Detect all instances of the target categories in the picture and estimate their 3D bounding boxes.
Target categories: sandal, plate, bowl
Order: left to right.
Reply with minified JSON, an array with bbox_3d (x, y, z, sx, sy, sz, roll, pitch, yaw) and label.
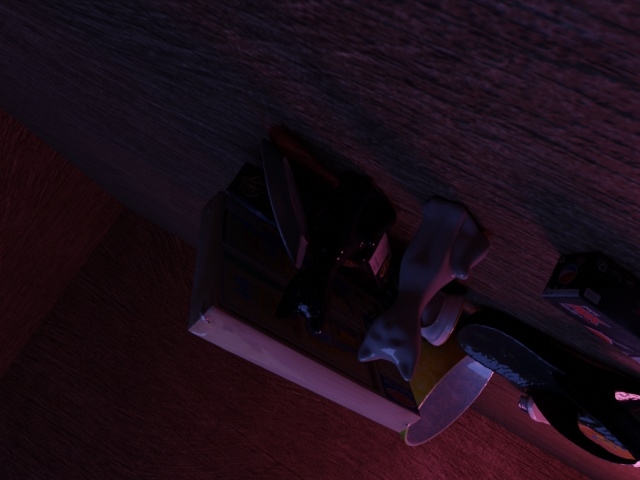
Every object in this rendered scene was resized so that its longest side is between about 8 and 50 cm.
[{"bbox_3d":[-0.044,-0.054,0.659,0.024,0.188,0.188,-14,159,4],"label":"plate"},{"bbox_3d":[0.244,0.293,1.048,0.156,0.289,0.289,42,177,39],"label":"bowl"},{"bbox_3d":[0.432,0.280,0.787,0.445,0.107,0.168,27,145,21],"label":"sandal"}]

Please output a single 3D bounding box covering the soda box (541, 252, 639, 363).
[{"bbox_3d":[0.325,0.080,0.496,0.168,0.053,0.060,33,167,-7],"label":"soda box"}]

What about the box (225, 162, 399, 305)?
[{"bbox_3d":[0.000,0.000,0.902,0.295,0.073,0.293,27,165,22],"label":"box"}]

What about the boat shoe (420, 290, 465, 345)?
[{"bbox_3d":[0.195,0.136,0.903,0.096,0.098,0.277,29,168,4],"label":"boat shoe"}]

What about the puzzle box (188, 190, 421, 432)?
[{"bbox_3d":[-0.017,0.114,0.745,0.408,0.052,0.272,35,-156,-30],"label":"puzzle box"}]

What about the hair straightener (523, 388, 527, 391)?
[{"bbox_3d":[0.487,0.305,1.022,0.089,0.047,0.230,22,160,34],"label":"hair straightener"}]

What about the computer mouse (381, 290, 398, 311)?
[{"bbox_3d":[0.219,0.207,1.173,0.188,0.072,0.272,25,166,29],"label":"computer mouse"}]

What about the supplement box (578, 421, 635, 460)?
[{"bbox_3d":[0.619,0.392,0.948,0.233,0.080,0.078,34,165,-6],"label":"supplement box"}]

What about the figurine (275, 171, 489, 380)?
[{"bbox_3d":[0.068,0.042,0.583,0.214,0.210,0.092,22,164,34],"label":"figurine"}]

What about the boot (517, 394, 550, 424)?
[{"bbox_3d":[0.583,0.460,1.302,0.086,0.069,0.190,13,160,46],"label":"boot"}]
